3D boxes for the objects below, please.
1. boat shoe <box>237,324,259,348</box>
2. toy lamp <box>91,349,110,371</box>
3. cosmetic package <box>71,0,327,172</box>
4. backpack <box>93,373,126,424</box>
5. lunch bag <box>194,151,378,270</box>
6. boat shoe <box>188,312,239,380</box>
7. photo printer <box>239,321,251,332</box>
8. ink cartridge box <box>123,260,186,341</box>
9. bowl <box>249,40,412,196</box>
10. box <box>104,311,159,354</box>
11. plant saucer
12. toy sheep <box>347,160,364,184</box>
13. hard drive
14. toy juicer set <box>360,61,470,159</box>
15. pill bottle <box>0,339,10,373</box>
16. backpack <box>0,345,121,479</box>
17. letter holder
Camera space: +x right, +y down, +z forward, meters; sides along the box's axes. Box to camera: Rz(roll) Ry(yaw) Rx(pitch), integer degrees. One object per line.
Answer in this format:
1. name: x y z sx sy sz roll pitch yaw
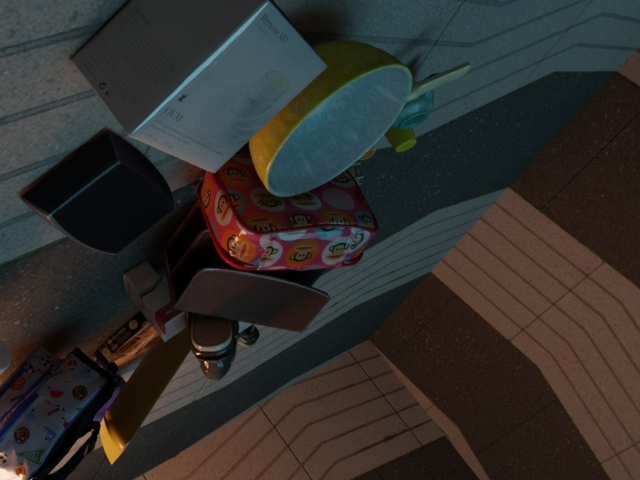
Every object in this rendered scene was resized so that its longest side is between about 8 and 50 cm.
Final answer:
1. boat shoe: -0.225 0.265 2.158 0.073 0.080 0.223 -37 160 12
2. toy lamp: -0.588 0.350 1.619 0.275 0.080 0.080 -37 164 -14
3. cosmetic package: -0.140 -0.225 0.932 0.225 0.138 0.224 -43 163 9
4. backpack: -0.529 0.396 1.824 0.120 0.101 0.098 -36 171 -21
5. lunch bag: -0.065 -0.071 1.310 0.293 0.258 0.120 -1 136 -31
6. boat shoe: -0.223 0.155 1.529 0.112 0.335 0.095 -2 120 -4
7. photo printer: -0.151 0.113 1.858 0.308 0.107 0.256 -33 162 -20
8. ink cartridge box: -0.326 0.120 1.454 0.056 0.135 0.099 -35 164 -24
9. bowl: -0.012 -0.222 1.174 0.289 0.156 0.289 -35 163 -12
10. box: -0.382 0.184 1.678 0.207 0.036 0.114 -40 164 4
11. plant saucer: -0.404 0.337 1.697 0.332 0.081 0.333 -58 -174 -29
12. toy sheep: 0.049 -0.143 1.645 0.091 0.091 0.132 -36 168 -9
13. hard drive: -0.323 -0.059 1.125 0.172 0.054 0.254 -38 164 -3
14. toy juicer set: 0.146 -0.275 1.519 0.209 0.089 0.329 -18 165 -21
15. pill bottle: -0.613 0.243 1.190 0.221 0.124 0.124 -41 164 8
16. backpack: -0.542 0.354 1.415 0.276 0.213 0.263 -58 -174 43
17. letter holder: -0.118 0.038 1.436 0.302 0.152 0.214 16 128 -35
